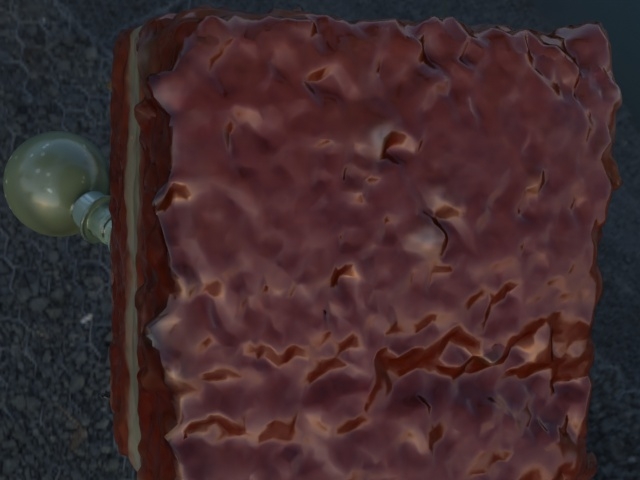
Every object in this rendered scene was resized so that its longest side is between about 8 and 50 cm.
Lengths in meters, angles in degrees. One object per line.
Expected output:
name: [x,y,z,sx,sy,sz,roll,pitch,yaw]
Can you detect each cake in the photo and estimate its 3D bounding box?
cake: [0.000,0.000,0.579,0.270,0.319,0.269,-1,99,-20]

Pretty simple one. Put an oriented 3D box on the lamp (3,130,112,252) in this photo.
lamp: [-0.195,-0.031,0.754,0.091,0.091,0.163,-34,48,-30]
